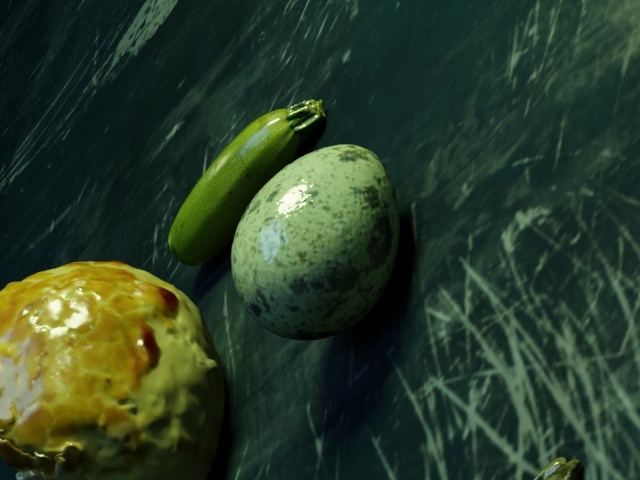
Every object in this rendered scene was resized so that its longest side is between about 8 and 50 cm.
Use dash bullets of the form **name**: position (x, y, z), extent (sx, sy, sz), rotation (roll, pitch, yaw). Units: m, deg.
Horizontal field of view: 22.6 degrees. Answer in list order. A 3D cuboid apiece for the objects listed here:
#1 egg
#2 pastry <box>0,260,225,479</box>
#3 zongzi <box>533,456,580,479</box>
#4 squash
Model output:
- **egg**: position (0.000, 0.000, 1.315), extent (0.172, 0.132, 0.132), rotation (-61, 23, -12)
- **pastry**: position (-0.179, 0.131, 1.484), extent (0.170, 0.237, 0.256), rotation (-10, 54, 30)
- **zongzi**: position (0.007, 0.242, 0.985), extent (0.123, 0.260, 0.289), rotation (75, -152, -66)
- **squash**: position (-0.085, -0.057, 1.612), extent (0.252, 0.066, 0.066), rotation (-49, 30, 36)
